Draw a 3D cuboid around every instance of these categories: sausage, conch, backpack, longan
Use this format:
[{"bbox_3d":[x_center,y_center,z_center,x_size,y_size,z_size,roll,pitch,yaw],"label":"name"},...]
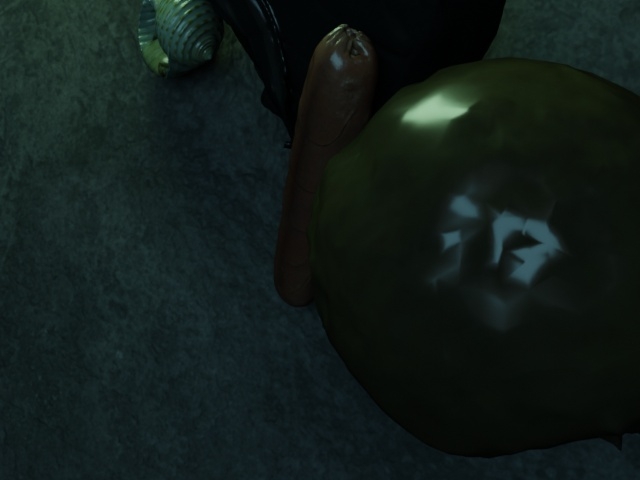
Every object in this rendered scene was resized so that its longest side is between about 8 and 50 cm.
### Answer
[{"bbox_3d":[-0.004,-0.056,0.982,0.088,0.088,0.433,30,139,17],"label":"sausage"},{"bbox_3d":[-0.195,-0.291,1.177,0.135,0.102,0.153,-58,38,25],"label":"conch"},{"bbox_3d":[-0.013,-0.318,1.013,0.446,0.255,0.363,47,139,20],"label":"backpack"},{"bbox_3d":[0.205,0.032,0.832,0.436,0.404,0.404,30,98,-27],"label":"longan"}]
